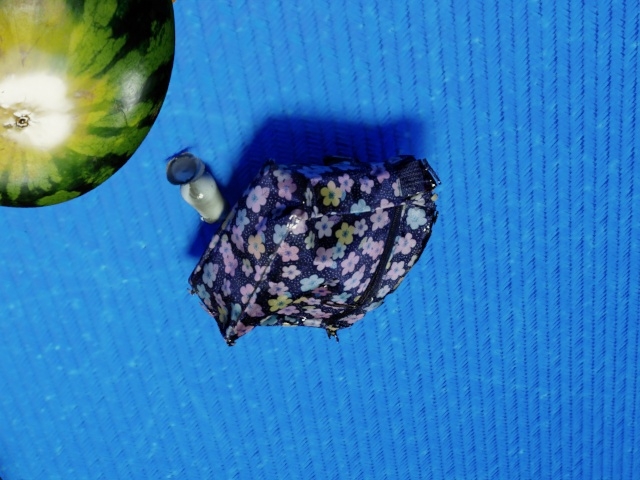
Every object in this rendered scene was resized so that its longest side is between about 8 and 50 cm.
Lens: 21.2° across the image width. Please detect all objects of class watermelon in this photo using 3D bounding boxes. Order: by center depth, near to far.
[{"bbox_3d":[-0.240,-0.157,1.292,0.269,0.269,0.269,-14,139,-13],"label":"watermelon"}]

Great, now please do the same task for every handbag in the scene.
[{"bbox_3d":[0.000,0.000,1.670,0.207,0.127,0.229,-6,140,-38],"label":"handbag"}]

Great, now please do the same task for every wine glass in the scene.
[{"bbox_3d":[-0.113,-0.047,1.630,0.042,0.039,0.083,-4,148,22],"label":"wine glass"}]

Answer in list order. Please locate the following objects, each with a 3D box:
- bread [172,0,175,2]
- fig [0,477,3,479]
[{"bbox_3d":[-0.156,-0.211,1.426,0.106,0.053,0.072,-36,135,20],"label":"bread"},{"bbox_3d":[-0.424,0.370,1.755,0.316,0.316,0.316,-14,139,-13],"label":"fig"}]
